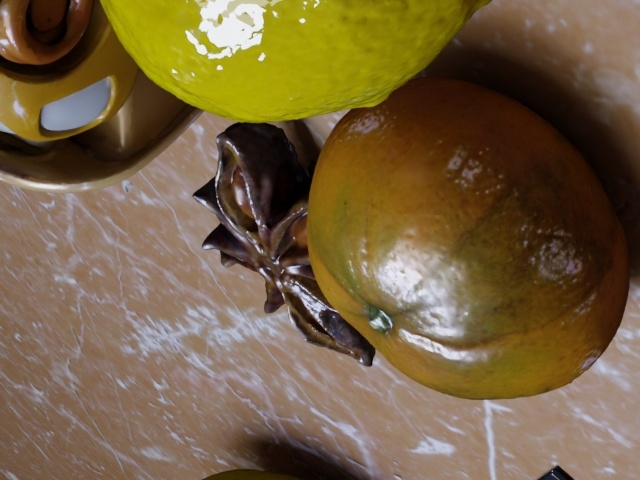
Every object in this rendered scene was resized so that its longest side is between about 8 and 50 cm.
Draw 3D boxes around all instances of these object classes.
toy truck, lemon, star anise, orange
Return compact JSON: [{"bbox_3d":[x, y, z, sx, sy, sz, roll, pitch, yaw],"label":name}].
[{"bbox_3d":[-0.196,-0.172,1.171,0.204,0.288,0.211,26,137,30],"label":"toy truck"},{"bbox_3d":[-0.016,-0.183,0.929,0.233,0.233,0.288,45,146,-2],"label":"lemon"},{"bbox_3d":[0.000,-0.005,1.325,0.214,0.099,0.220,25,146,7],"label":"star anise"},{"bbox_3d":[0.094,0.006,1.109,0.240,0.171,0.240,32,152,20],"label":"orange"}]

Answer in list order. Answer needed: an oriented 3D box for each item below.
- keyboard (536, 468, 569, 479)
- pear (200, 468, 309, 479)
[{"bbox_3d":[0.202,0.256,1.505,0.063,0.010,0.198,40,154,4],"label":"keyboard"},{"bbox_3d":[-0.044,0.430,1.735,0.418,0.362,0.362,55,172,53],"label":"pear"}]
